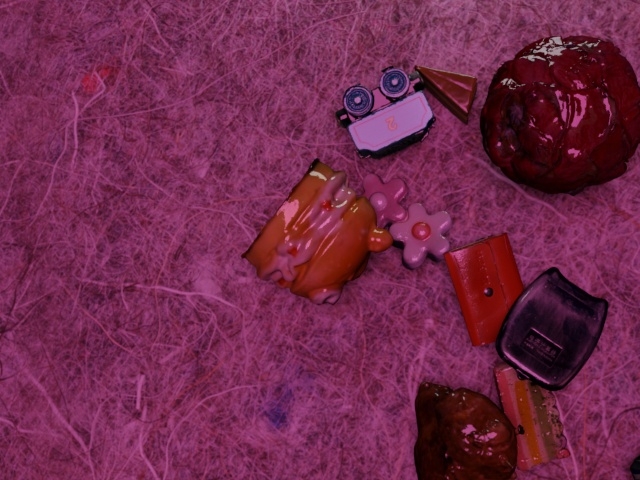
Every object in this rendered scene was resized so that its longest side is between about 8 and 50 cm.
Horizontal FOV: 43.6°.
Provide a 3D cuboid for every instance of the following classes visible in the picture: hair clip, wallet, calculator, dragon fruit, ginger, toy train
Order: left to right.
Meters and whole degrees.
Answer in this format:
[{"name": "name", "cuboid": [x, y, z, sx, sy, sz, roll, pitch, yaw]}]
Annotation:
[{"name": "toy train", "cuboid": [0.141, -0.270, 1.716, 0.203, 0.112, 0.163, -25, 84, 8]}, {"name": "hair clip", "cuboid": [0.173, -0.043, 1.701, 0.257, 0.075, 0.146, 40, 95, 17]}, {"name": "ginger", "cuboid": [0.289, 0.472, 1.518, 0.176, 0.254, 0.418, -3, 79, -24]}, {"name": "wallet", "cuboid": [0.344, 0.099, 1.627, 0.142, 0.045, 0.204, -18, 94, -8]}, {"name": "calculator", "cuboid": [0.456, 0.174, 1.576, 0.177, 0.040, 0.268, 34, 63, 13]}, {"name": "dragon fruit", "cuboid": [0.467, -0.240, 1.556, 0.329, 0.329, 0.329, -1, 81, 10]}]

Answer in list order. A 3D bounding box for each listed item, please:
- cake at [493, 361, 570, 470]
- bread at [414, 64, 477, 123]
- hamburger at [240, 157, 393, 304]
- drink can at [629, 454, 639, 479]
[{"name": "cake", "cuboid": [0.420, 0.340, 1.613, 0.109, 0.090, 0.225, -15, 98, 5]}, {"name": "bread", "cuboid": [0.260, -0.314, 1.719, 0.139, 0.074, 0.084, 15, 82, 11]}, {"name": "hamburger", "cuboid": [0.000, 0.000, 1.631, 0.237, 0.276, 0.276, 37, 89, -3]}, {"name": "drink can", "cuboid": [0.674, 0.498, 1.506, 0.118, 0.118, 0.205, -21, 80, 6]}]
